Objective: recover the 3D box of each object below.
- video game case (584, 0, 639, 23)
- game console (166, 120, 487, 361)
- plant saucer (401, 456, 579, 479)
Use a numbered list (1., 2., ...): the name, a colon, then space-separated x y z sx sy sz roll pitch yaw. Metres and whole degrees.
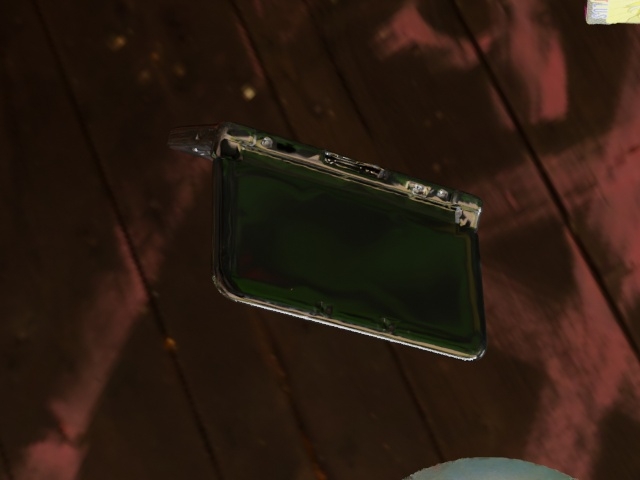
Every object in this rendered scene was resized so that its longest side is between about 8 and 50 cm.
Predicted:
1. video game case: 0.231 -0.206 0.878 0.210 0.042 0.232 3 -114 6
2. game console: 0.000 0.000 0.767 0.107 0.122 0.071 4 -101 66
3. plant saucer: 0.076 0.199 0.869 0.195 0.037 0.194 -1 -93 25
